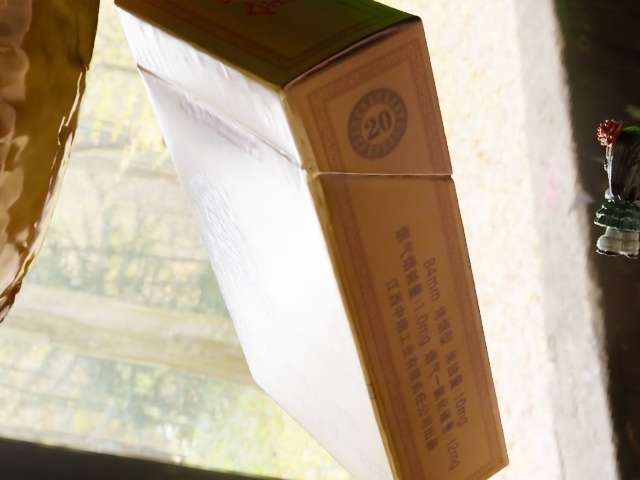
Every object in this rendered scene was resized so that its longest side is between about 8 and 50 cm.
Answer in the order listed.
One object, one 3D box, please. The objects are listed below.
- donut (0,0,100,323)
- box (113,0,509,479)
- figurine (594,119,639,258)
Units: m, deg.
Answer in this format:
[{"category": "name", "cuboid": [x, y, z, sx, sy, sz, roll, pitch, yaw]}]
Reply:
[{"category": "donut", "cuboid": [-0.260, -0.110, 0.557, 0.449, 0.198, 0.448, -7, 82, 54]}, {"category": "box", "cuboid": [0.000, 0.000, 0.561, 0.174, 0.076, 0.274, 33, 147, 49]}, {"category": "figurine", "cuboid": [0.240, -0.040, 0.844, 0.047, 0.060, 0.106, -40, -40, -80]}]
